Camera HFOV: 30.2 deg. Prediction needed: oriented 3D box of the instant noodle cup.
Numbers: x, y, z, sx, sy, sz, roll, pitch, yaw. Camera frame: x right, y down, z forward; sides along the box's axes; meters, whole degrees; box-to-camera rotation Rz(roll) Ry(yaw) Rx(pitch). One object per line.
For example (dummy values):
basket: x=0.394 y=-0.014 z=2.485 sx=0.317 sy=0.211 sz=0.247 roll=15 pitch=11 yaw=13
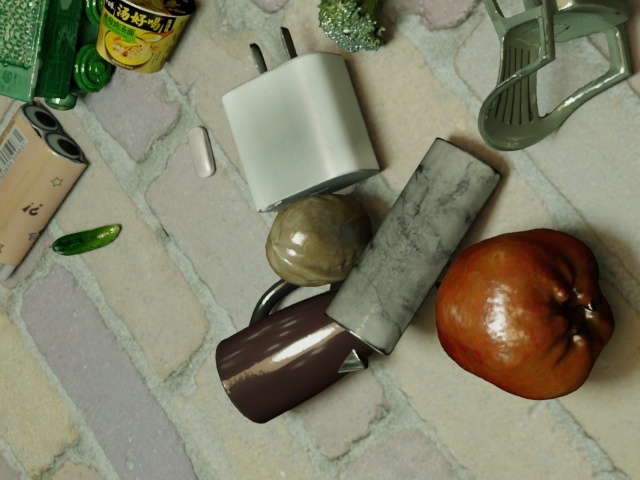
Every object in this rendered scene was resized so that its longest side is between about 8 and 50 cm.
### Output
instant noodle cup: x=-0.286 y=-0.344 z=1.893 sx=0.151 sy=0.151 sz=0.122 roll=35 pitch=119 yaw=24

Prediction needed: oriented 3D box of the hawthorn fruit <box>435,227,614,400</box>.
hawthorn fruit: x=0.251 y=0.091 z=1.569 sx=0.260 sy=0.224 sz=0.224 roll=2 pitch=95 yaw=51

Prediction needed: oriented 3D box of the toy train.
toy train: x=-0.437 y=-0.347 z=1.945 sx=0.145 sy=0.202 sz=0.266 roll=18 pitch=102 yaw=31

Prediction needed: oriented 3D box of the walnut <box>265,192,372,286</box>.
walnut: x=0.000 y=-0.001 z=1.704 sx=0.140 sy=0.162 sz=0.140 roll=2 pitch=93 yaw=61

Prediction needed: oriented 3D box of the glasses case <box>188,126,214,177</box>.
glasses case: x=-0.193 y=-0.142 z=1.917 sx=0.032 sy=0.021 sz=0.083 roll=-17 pitch=85 yaw=29

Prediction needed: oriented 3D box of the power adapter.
power adapter: x=-0.039 y=-0.187 z=1.763 sx=0.187 sy=0.124 sz=0.255 roll=-22 pitch=82 yaw=29

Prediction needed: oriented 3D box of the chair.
chair: x=0.286 y=-0.272 z=1.522 sx=0.190 sy=0.203 sz=0.275 roll=-18 pitch=76 yaw=42

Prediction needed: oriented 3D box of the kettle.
kettle: x=-0.026 y=0.144 z=1.787 sx=0.232 sy=0.144 sz=0.202 roll=-29 pitch=50 yaw=20

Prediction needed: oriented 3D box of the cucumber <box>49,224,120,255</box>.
cucumber: x=-0.413 y=0.003 z=2.053 sx=0.167 sy=0.039 sz=0.039 roll=-13 pitch=87 yaw=30

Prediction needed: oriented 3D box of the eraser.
eraser: x=-0.547 y=-0.087 z=2.102 sx=0.171 sy=0.087 sz=0.290 roll=49 pitch=115 yaw=22

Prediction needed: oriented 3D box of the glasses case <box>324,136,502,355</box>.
glasses case: x=0.128 y=0.008 z=1.652 sx=0.114 sy=0.060 sz=0.299 roll=32 pitch=88 yaw=25

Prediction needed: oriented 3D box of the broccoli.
broccoli: x=0.069 y=-0.371 z=1.709 sx=0.118 sy=0.122 sz=0.204 roll=27 pitch=93 yaw=11
